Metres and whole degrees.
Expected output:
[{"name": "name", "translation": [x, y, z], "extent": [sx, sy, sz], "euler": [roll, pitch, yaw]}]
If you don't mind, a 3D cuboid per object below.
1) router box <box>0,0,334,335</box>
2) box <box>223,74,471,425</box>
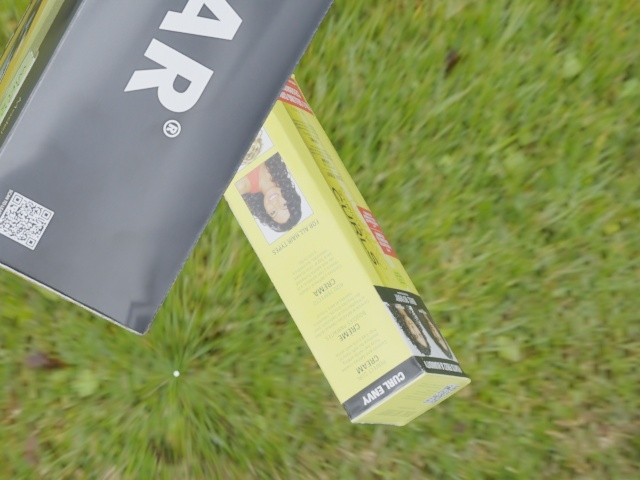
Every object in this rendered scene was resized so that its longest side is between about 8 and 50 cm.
[{"name": "router box", "translation": [-0.038, -0.138, 0.783], "extent": [0.081, 0.243, 0.309], "euler": [29, 96, -14]}, {"name": "box", "translation": [0.000, 0.000, 1.197], "extent": [0.058, 0.087, 0.232], "euler": [-36, 70, 16]}]
